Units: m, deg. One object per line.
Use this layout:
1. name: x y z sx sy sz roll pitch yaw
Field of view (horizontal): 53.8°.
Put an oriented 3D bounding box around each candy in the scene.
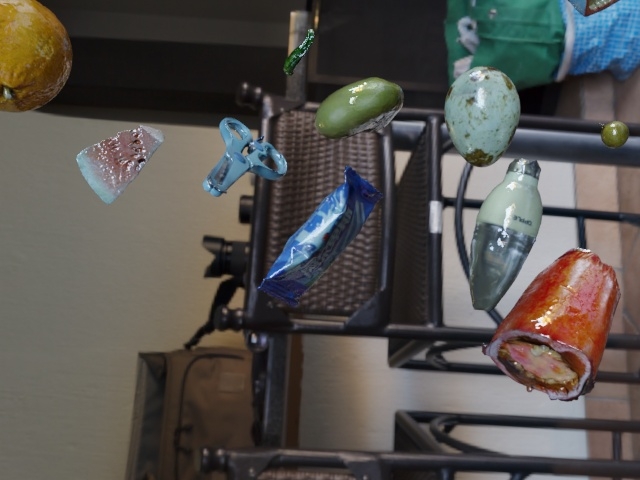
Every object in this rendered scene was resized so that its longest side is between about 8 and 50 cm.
1. candy: 0.000 0.000 1.375 0.331 0.077 0.187 -49 -32 5

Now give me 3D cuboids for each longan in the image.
1. longan: 0.754 -0.278 1.631 0.075 0.083 0.075 -50 -9 -10

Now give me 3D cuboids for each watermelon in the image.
1. watermelon: -0.533 -0.230 1.727 0.154 0.241 0.094 55 172 -19

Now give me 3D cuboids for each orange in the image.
1. orange: -0.531 -0.313 1.048 0.219 0.219 0.193 97 179 -59

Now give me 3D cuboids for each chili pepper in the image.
1. chili pepper: -0.052 -0.429 1.448 0.118 0.035 0.055 -57 26 29
2. chili pepper: 0.545 0.193 1.425 0.305 0.229 0.251 -40 -22 -35

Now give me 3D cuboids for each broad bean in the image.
1. broad bean: 0.102 -0.337 1.626 0.119 0.238 0.291 70 -159 -2

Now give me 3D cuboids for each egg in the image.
1. egg: 0.371 -0.281 1.449 0.169 0.169 0.231 -91 -5 -72

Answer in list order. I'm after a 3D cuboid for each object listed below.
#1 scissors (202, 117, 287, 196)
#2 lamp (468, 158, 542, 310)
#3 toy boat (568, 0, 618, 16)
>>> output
1. scissors: -0.164 -0.157 1.283 0.032 0.180 0.393 -48 9 22
2. lamp: 0.289 -0.007 0.992 0.101 0.101 0.250 -158 84 -88
3. toy boat: 0.707 -0.639 1.444 0.079 0.392 0.136 35 153 39
